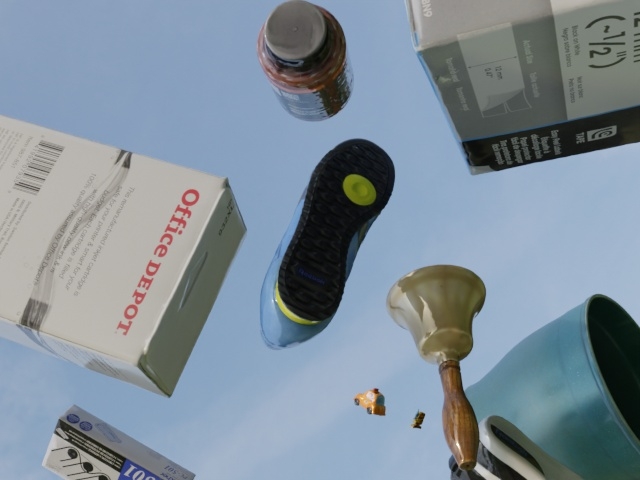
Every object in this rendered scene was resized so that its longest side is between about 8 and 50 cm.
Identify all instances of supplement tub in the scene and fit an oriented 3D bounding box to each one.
[{"bbox_3d":[-0.017,-0.214,1.107,0.106,0.106,0.198,-58,-9,-4],"label":"supplement tub"}]

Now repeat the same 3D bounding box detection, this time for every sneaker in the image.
[{"bbox_3d":[0.000,0.000,0.780,0.082,0.069,0.209,-52,11,53],"label":"sneaker"},{"bbox_3d":[0.253,0.322,1.141,0.079,0.217,0.121,-28,-22,-54],"label":"sneaker"}]

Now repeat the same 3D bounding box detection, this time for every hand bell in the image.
[{"bbox_3d":[0.152,0.156,1.080,0.126,0.242,0.126,-3,-46,-3],"label":"hand bell"}]

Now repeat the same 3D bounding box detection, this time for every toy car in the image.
[{"bbox_3d":[0.118,0.276,1.572,0.122,0.060,0.040,20,-83,-28],"label":"toy car"}]

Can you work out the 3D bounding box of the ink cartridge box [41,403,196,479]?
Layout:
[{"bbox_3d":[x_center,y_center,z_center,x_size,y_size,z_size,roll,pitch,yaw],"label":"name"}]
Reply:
[{"bbox_3d":[-0.290,0.329,1.341,0.097,0.207,0.046,-65,-7,26],"label":"ink cartridge box"}]

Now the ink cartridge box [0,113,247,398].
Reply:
[{"bbox_3d":[-0.268,0.013,1.039,0.129,0.308,0.223,75,-145,-63],"label":"ink cartridge box"}]

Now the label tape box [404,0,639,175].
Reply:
[{"bbox_3d":[0.254,-0.169,0.693,0.249,0.348,0.115,44,-141,-66],"label":"label tape box"}]

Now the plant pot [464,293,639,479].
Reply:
[{"bbox_3d":[0.358,0.255,1.381,0.255,0.271,0.272,-32,-34,30],"label":"plant pot"}]
